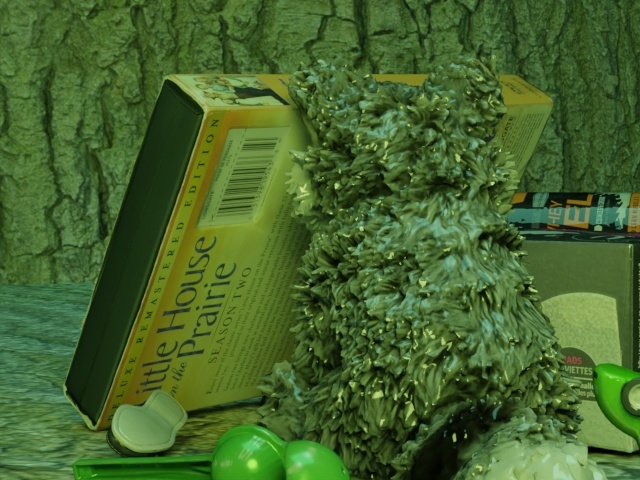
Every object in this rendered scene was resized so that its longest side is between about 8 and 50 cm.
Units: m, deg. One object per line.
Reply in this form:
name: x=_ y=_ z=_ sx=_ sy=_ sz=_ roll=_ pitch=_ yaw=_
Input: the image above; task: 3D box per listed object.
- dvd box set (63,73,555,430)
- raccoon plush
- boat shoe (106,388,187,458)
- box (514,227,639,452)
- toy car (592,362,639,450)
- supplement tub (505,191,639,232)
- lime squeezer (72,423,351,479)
dvd box set: x=0.000 y=0.000 z=1.256 sx=0.420 sy=0.308 sz=0.062 roll=-7 pitch=38 yaw=-43
raccoon plush: x=0.105 y=0.014 z=0.960 sx=0.216 sy=0.299 sz=0.446 roll=-1 pitch=3 yaw=-24
boat shoe: x=-0.132 y=0.141 z=1.050 sx=0.046 sy=0.038 sz=0.125 roll=42 pitch=10 yaw=0
box: x=0.182 y=0.074 z=1.174 sx=0.247 sy=0.163 sz=0.142 roll=3 pitch=5 yaw=44
toy car: x=0.258 y=0.124 z=0.811 sx=0.225 sy=0.053 sz=0.239 roll=17 pitch=6 yaw=15
supplement tub: x=0.332 y=0.033 z=1.868 sx=0.316 sy=0.194 sz=0.193 roll=0 pitch=2 yaw=16
lime squeezer: x=-0.047 y=0.151 z=0.829 sx=0.110 sy=0.059 sz=0.310 roll=-33 pitch=17 yaw=-20
